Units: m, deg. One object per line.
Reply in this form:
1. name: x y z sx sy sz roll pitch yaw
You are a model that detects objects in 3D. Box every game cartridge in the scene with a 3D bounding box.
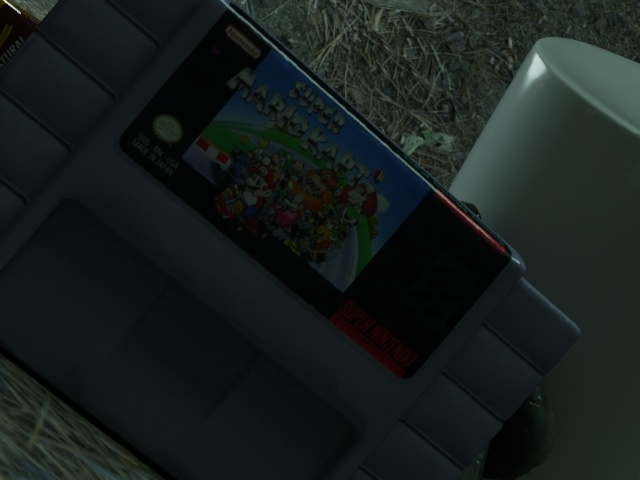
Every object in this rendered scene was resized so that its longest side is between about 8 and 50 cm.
1. game cartridge: -0.044 0.021 0.739 0.355 0.230 0.068 40 5 -14

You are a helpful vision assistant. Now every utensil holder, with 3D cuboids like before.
1. utensil holder: 0.230 0.059 1.144 0.327 0.385 0.327 22 23 -10

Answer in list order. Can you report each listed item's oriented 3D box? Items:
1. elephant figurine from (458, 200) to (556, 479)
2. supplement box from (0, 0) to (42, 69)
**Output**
1. elephant figurine: 0.093 0.113 0.958 0.186 0.239 0.169 42 4 3
2. supplement box: -0.179 -0.054 0.958 0.194 0.129 0.191 43 5 20
